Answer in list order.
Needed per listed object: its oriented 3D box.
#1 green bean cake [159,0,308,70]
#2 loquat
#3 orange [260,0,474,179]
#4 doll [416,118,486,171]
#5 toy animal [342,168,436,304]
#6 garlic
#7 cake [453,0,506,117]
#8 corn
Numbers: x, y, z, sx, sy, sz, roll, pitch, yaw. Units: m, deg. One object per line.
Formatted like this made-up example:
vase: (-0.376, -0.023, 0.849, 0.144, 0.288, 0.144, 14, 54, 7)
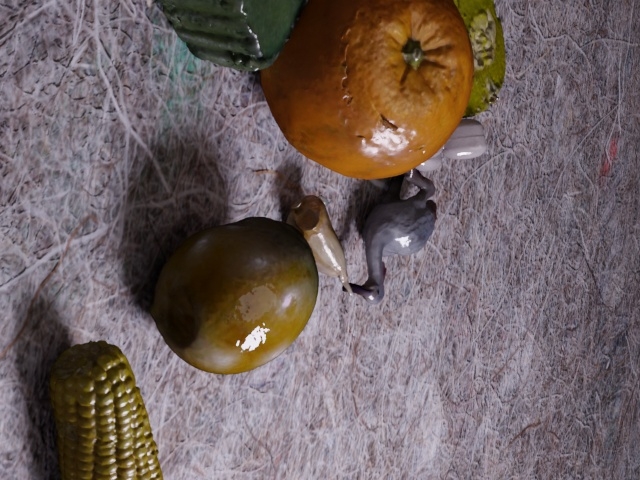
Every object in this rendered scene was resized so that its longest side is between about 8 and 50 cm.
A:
green bean cake: (-0.095, -0.321, 1.732, 0.227, 0.125, 0.222, 53, 52, -55)
loquat: (-0.097, 0.063, 1.804, 0.227, 0.179, 0.179, -25, 120, -51)
orange: (0.058, -0.219, 1.909, 0.284, 0.226, 0.283, 2, 86, -38)
doll: (0.141, -0.131, 2.081, 0.160, 0.161, 0.059, -7, 85, -37)
toy animal: (0.102, -0.019, 2.202, 0.195, 0.090, 0.324, 49, 49, -46)
garlic: (-0.008, 0.001, 2.028, 0.084, 0.066, 0.152, -98, 168, -50)
cake: (0.166, -0.266, 2.157, 0.260, 0.156, 0.179, -31, 115, -54)
corn: (-0.227, 0.278, 1.693, 0.120, 0.120, 0.363, -38, 131, -49)
